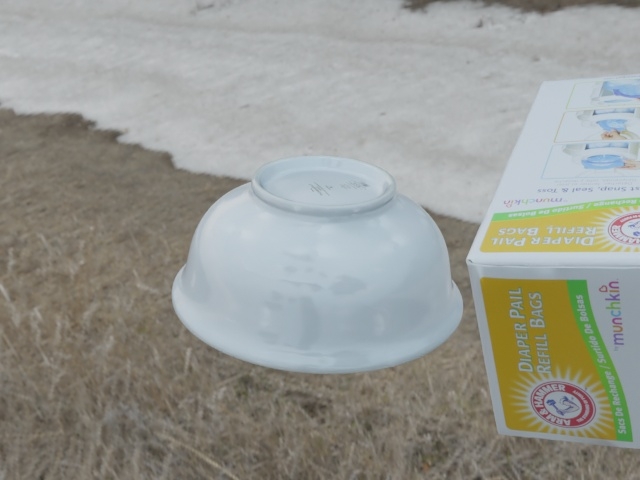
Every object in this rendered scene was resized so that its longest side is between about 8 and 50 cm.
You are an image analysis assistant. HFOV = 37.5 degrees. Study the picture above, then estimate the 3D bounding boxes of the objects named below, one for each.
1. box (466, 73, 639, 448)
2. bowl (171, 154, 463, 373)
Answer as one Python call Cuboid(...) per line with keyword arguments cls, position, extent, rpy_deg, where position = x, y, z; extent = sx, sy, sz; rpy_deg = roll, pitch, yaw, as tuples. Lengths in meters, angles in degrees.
Cuboid(cls="box", position=(0.158, 0.002, 0.508), extent=(0.103, 0.114, 0.203), rpy_deg=(0, 32, 25))
Cuboid(cls="bowl", position=(0.000, 0.000, 0.945), extent=(0.298, 0.134, 0.298), rpy_deg=(2, 26, -1))
